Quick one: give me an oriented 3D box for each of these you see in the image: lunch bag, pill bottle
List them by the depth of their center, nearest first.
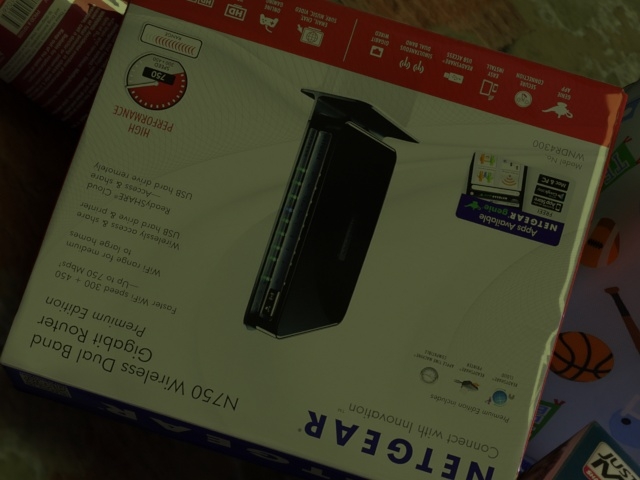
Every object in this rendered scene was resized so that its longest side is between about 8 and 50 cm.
[{"bbox_3d":[-0.157,-0.137,1.421,0.221,0.121,0.121,36,43,-15],"label":"pill bottle"},{"bbox_3d":[0.277,-0.016,1.543,0.239,0.328,0.385,38,40,-18],"label":"lunch bag"}]

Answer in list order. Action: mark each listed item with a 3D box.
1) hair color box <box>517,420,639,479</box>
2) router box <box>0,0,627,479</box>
[{"bbox_3d":[0.097,0.280,1.279,0.105,0.174,0.347,47,41,0],"label":"hair color box"},{"bbox_3d":[0.000,0.000,1.289,0.335,0.082,0.301,16,74,3],"label":"router box"}]
